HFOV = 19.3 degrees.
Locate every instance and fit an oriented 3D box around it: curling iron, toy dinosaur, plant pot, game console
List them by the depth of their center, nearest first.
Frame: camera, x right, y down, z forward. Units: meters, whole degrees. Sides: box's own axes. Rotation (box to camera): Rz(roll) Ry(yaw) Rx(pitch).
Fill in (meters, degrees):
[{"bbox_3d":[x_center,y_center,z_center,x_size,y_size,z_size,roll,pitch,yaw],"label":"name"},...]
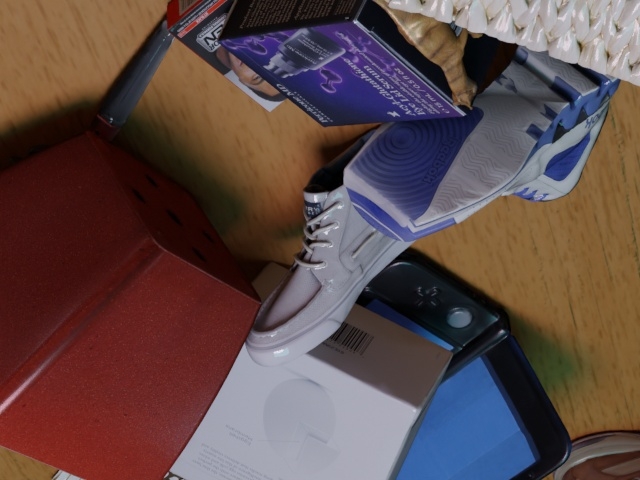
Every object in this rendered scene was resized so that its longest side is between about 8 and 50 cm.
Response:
[{"bbox_3d":[0.080,-0.188,1.550,0.211,0.112,0.064,37,162,-31],"label":"toy dinosaur"},{"bbox_3d":[-0.221,0.056,1.842,0.236,0.267,0.267,-43,142,12],"label":"plant pot"},{"bbox_3d":[-0.221,-0.120,1.845,0.068,0.035,0.274,29,125,-28],"label":"curling iron"},{"bbox_3d":[0.084,0.195,2.075,0.250,0.173,0.293,32,123,-30],"label":"game console"}]

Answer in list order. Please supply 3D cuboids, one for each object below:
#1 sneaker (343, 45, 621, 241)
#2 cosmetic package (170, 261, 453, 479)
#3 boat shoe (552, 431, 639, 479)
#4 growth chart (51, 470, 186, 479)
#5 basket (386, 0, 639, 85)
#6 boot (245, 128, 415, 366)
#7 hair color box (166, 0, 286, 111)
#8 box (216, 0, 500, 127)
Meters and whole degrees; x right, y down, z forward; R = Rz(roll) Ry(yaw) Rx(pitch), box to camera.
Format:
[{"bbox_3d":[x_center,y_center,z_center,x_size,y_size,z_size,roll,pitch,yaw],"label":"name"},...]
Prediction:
[{"bbox_3d":[0.179,-0.081,1.800,0.315,0.127,0.182,-36,153,-17],"label":"sneaker"},{"bbox_3d":[-0.012,0.183,2.007,0.224,0.138,0.224,27,121,8],"label":"cosmetic package"},{"bbox_3d":[0.444,0.287,2.229,0.324,0.116,0.123,-13,133,7],"label":"boat shoe"},{"bbox_3d":[-0.223,0.272,2.225,0.172,0.021,0.237,19,130,-22],"label":"growth chart"},{"bbox_3d":[0.221,-0.349,1.463,0.266,0.331,0.328,16,130,-3],"label":"basket"},{"bbox_3d":[0.000,0.000,1.876,0.095,0.258,0.123,17,145,45],"label":"boot"},{"bbox_3d":[-0.072,-0.191,1.786,0.072,0.043,0.141,-36,127,26],"label":"hair color box"},{"bbox_3d":[0.036,-0.189,1.688,0.153,0.108,0.207,36,158,-31],"label":"box"}]
